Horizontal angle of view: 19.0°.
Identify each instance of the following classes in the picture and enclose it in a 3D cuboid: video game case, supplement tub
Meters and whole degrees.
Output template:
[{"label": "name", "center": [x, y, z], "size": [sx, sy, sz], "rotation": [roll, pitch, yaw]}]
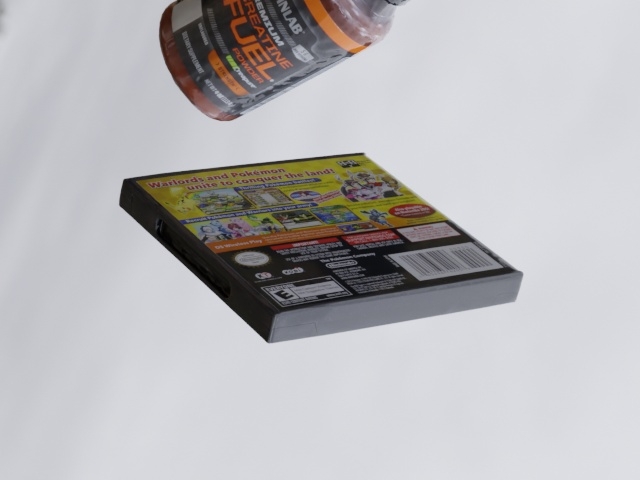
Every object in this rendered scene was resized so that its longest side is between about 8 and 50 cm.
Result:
[{"label": "video game case", "center": [0.000, 0.000, 1.699], "size": [0.248, 0.275, 0.035], "rotation": [40, -53, 43]}, {"label": "supplement tub", "center": [-0.018, -0.174, 1.439], "size": [0.198, 0.106, 0.106], "rotation": [-27, -148, 27]}]
